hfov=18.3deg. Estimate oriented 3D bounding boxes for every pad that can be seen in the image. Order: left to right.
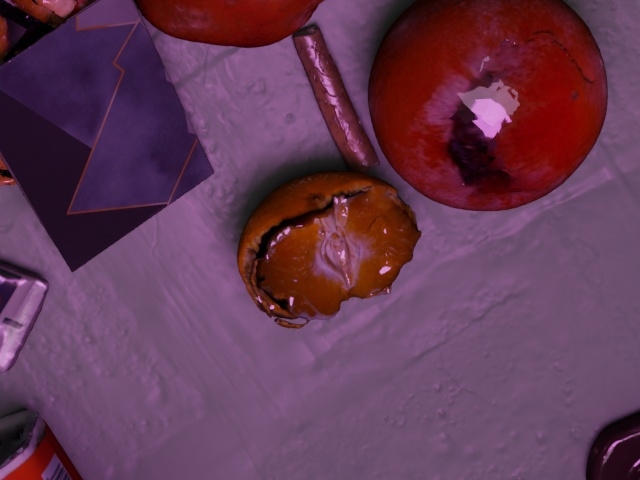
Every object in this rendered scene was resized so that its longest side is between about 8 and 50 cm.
[{"bbox_3d":[-0.192,-0.091,1.710,0.164,0.004,0.243,-36,138,-12],"label":"pad"}]

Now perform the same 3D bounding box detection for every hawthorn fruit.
[{"bbox_3d":[-0.066,-0.239,1.664,0.188,0.169,0.169,15,110,31],"label":"hawthorn fruit"}]

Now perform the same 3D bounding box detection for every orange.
[{"bbox_3d":[0.000,0.000,1.787,0.160,0.112,0.170,-52,143,8],"label":"orange"}]

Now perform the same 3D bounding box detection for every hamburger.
[{"bbox_3d":[-0.264,-0.152,1.693,0.231,0.107,0.231,-19,130,-24],"label":"hamburger"}]

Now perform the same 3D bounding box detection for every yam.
[{"bbox_3d":[0.013,-0.124,1.792,0.032,0.032,0.145,-24,108,2],"label":"yam"}]

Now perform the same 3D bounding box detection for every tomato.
[{"bbox_3d":[0.146,-0.125,1.724,0.208,0.184,0.208,-2,106,-6],"label":"tomato"}]

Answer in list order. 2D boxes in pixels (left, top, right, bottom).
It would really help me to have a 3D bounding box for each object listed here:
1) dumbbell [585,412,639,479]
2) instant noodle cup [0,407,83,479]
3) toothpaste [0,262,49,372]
[{"bbox_3d":[0.338,0.253,1.845,0.140,0.225,0.124,-23,110,-1],"label":"dumbbell"},{"bbox_3d":[-0.277,0.338,1.800,0.294,0.294,0.307,-25,101,2],"label":"instant noodle cup"},{"bbox_3d":[-0.436,0.004,1.766,0.392,0.061,0.098,25,101,-15],"label":"toothpaste"}]
